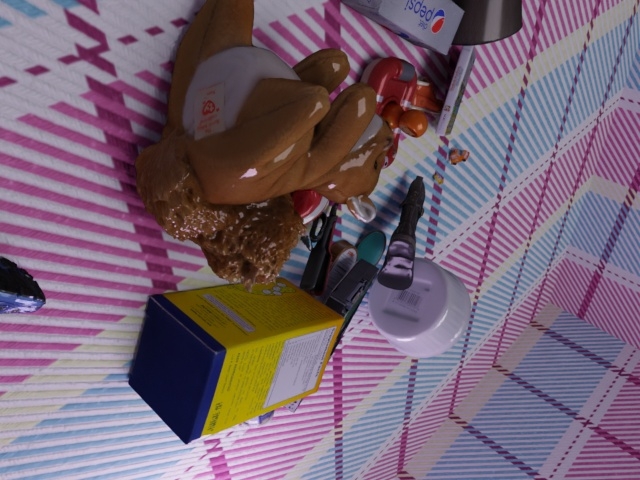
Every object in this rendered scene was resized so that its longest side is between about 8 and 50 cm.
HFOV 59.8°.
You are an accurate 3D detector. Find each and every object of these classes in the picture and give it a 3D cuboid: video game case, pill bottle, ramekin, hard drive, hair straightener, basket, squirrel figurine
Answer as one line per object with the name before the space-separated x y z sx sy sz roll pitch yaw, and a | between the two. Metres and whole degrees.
video game case | 0.328 -0.356 1.341 0.227 0.026 0.206 -35 143 -70
pill bottle | -0.158 0.352 1.292 0.094 0.094 0.169 -35 140 -33
ramekin | 0.269 0.181 1.570 0.277 0.277 0.135 -57 139 -3
hard drive | 0.017 0.225 1.345 0.338 0.064 0.237 -64 170 28
hair straightener | 0.000 0.000 1.206 0.089 0.047 0.230 34 69 -48
basket | 0.348 -0.559 1.179 0.205 0.154 0.226 -26 133 -20
squirrel figurine | -0.068 -0.121 0.891 0.397 0.281 0.371 -49 149 16

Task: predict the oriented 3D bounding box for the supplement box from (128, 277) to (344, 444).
supplement box | -0.154 0.213 1.091 0.357 0.195 0.194 -3 118 -52

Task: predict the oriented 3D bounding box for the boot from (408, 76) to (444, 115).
boot | 0.253 -0.340 1.314 0.158 0.059 0.084 -10 119 -48

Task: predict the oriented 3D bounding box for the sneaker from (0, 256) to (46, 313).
sneaker | -0.456 0.068 0.692 0.221 0.083 0.087 14 118 -51

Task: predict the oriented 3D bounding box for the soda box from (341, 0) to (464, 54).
soda box | 0.168 -0.450 1.075 0.286 0.091 0.098 -2 118 -53

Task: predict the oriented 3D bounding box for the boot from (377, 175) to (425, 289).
boot | 0.230 -0.014 1.477 0.262 0.091 0.228 98 10 -52

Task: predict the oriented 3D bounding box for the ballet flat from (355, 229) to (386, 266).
ballet flat | 0.112 0.063 1.461 0.068 0.072 0.213 -44 157 -75

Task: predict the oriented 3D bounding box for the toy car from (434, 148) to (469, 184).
toy car | 0.372 -0.216 1.578 0.040 0.060 0.122 46 68 -24

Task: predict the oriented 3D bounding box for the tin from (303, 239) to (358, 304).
tin | 0.027 0.087 1.380 0.189 0.040 0.106 -57 152 -3

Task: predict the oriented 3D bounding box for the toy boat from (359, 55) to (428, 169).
toy boat | 0.155 -0.255 1.162 0.151 0.151 0.230 -10 123 -50

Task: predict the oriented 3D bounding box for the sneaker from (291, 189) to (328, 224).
sneaker | -0.022 -0.139 1.105 0.221 0.087 0.128 -56 141 -28
